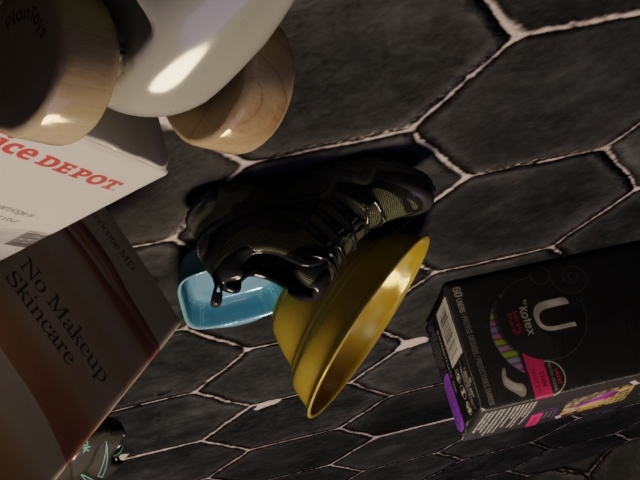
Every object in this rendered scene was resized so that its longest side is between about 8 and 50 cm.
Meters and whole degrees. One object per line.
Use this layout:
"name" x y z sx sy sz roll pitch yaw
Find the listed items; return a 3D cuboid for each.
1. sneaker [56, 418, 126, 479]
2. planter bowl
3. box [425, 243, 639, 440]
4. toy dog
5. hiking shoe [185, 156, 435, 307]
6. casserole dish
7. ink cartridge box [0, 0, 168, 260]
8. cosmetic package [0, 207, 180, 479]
"sneaker" -0.308 0.298 1.679 0.106 0.101 0.267 -12 159 -16
"planter bowl" 0.014 0.062 1.282 0.217 0.090 0.217 -53 169 -16
"box" 0.286 0.125 1.575 0.270 0.165 0.143 -12 158 -11
"toy dog" -0.049 -0.187 0.662 0.333 0.161 0.220 -38 150 13
"hiking shoe" 0.000 0.000 1.139 0.226 0.114 0.086 -12 159 -10
"casserole dish" -0.087 0.040 1.285 0.114 0.037 0.188 -14 159 -6
"ink cartridge box" -0.264 -0.059 0.811 0.272 0.114 0.197 -24 157 24
"cosmetic package" -0.241 0.096 0.961 0.129 0.153 0.296 -27 -165 26
